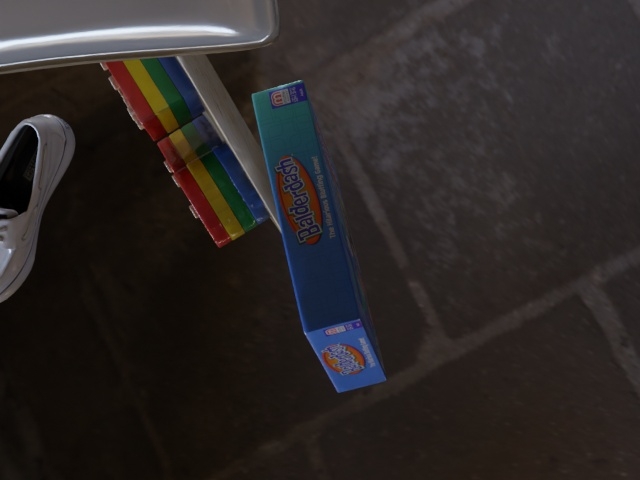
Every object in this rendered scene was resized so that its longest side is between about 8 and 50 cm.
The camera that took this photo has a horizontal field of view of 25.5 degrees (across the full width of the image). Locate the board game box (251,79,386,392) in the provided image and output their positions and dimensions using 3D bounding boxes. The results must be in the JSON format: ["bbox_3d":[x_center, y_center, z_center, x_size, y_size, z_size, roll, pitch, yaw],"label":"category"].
[{"bbox_3d":[0.000,0.000,1.145,0.047,0.160,0.210,-15,65,4],"label":"board game box"}]

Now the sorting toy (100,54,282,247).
[{"bbox_3d":[-0.134,-0.121,1.416,0.089,0.257,0.255,-32,26,-3],"label":"sorting toy"}]

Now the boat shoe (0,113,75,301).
[{"bbox_3d":[-0.390,-0.038,1.739,0.095,0.084,0.258,24,101,16],"label":"boat shoe"}]

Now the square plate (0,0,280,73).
[{"bbox_3d":[-0.217,-0.258,1.064,0.347,0.049,0.344,-7,64,-1],"label":"square plate"}]
